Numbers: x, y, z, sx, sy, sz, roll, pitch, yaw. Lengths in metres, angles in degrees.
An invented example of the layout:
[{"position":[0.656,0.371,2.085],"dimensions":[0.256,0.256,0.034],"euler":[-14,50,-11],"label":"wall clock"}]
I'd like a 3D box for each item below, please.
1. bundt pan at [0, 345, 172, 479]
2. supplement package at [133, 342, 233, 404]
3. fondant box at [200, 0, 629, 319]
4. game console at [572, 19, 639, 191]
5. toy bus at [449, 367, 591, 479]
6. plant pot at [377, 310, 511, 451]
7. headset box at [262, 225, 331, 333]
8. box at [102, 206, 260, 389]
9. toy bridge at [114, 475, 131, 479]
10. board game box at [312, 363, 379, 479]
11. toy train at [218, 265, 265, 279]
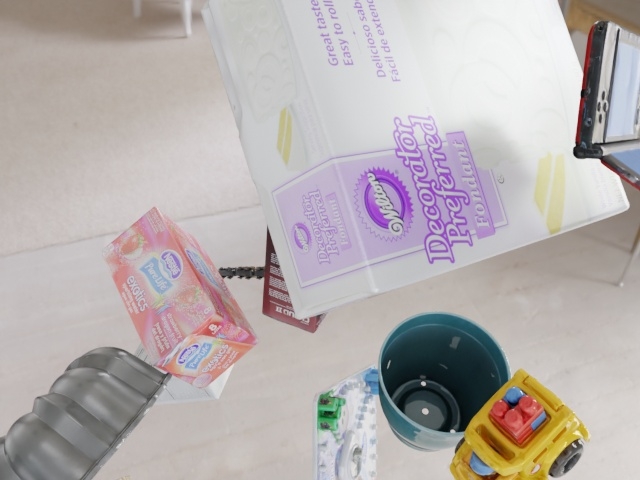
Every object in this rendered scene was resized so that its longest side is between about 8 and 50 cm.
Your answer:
[{"position":[-0.368,0.279,0.951],"dimensions":[0.124,0.331,0.331],"euler":[44,43,-6],"label":"bundt pan"},{"position":[-0.384,0.346,1.806],"dimensions":[0.244,0.139,0.134],"euler":[-11,34,25],"label":"supplement package"},{"position":[0.095,-0.098,0.539],"dimensions":[0.330,0.238,0.096],"euler":[-14,-6,-38],"label":"fondant box"},{"position":[0.234,-0.079,0.451],"dimensions":[0.085,0.124,0.144],"euler":[11,15,34],"label":"game console"},{"position":[0.299,0.315,1.051],"dimensions":[0.220,0.211,0.149],"euler":[-44,52,-4],"label":"toy bus"},{"position":[0.248,0.335,1.453],"dimensions":[0.271,0.255,0.272],"euler":[1,54,-1],"label":"plant pot"},{"position":[0.000,0.000,1.162],"dimensions":[0.110,0.293,0.218],"euler":[19,34,19],"label":"headset box"},{"position":[-0.261,0.100,1.218],"dimensions":[0.142,0.154,0.300],"euler":[-41,51,3],"label":"box"},{"position":[-0.195,0.345,0.698],"dimensions":[0.026,0.063,0.188],"euler":[-16,75,-8],"label":"toy bridge"},{"position":[0.081,0.512,1.536],"dimensions":[0.050,0.390,0.390],"euler":[0,0,23],"label":"board game box"},{"position":[-0.145,0.065,1.357],"dimensions":[0.158,0.027,0.036],"euler":[-2,7,38],"label":"toy train"}]
